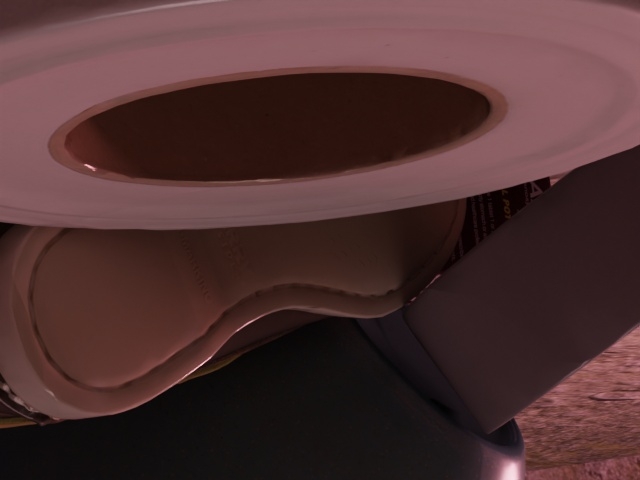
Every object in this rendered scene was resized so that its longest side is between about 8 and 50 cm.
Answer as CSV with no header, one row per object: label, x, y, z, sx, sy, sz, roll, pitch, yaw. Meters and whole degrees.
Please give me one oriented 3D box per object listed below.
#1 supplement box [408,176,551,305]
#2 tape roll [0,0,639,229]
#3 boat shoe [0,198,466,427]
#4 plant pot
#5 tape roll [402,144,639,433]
supplement box,0.000,0.000,1.106,0.239,0.073,0.130,-1,167,-23
tape roll,-0.019,-0.080,0.635,0.286,0.100,0.286,-5,169,-1
boat shoe,-0.050,0.003,0.868,0.097,0.116,0.324,-14,-173,39
plant pot,-0.009,0.129,0.993,0.195,0.290,0.290,-47,155,13
tape roll,0.146,0.000,0.919,0.219,0.072,0.219,-36,172,-6
